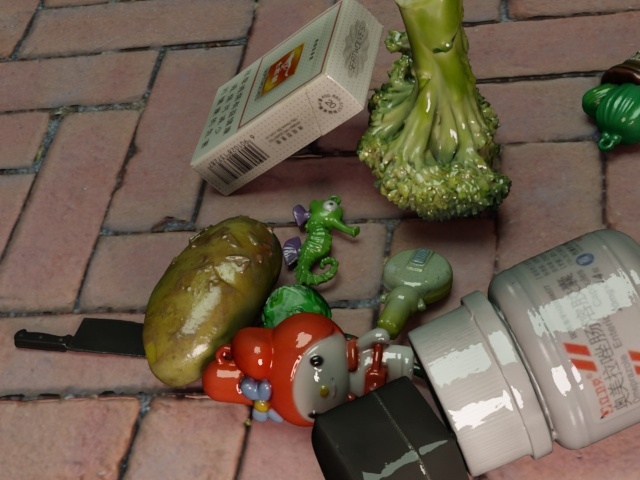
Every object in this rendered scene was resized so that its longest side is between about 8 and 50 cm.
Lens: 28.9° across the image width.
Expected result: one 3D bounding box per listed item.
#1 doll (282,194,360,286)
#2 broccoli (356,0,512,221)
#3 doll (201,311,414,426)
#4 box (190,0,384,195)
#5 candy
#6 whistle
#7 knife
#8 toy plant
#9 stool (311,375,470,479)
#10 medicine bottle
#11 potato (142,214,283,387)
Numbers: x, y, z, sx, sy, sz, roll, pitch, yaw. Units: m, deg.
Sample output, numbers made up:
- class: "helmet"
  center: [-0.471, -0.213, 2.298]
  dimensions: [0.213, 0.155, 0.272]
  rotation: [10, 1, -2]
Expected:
- class: "doll"
  center: [0.000, 0.000, 1.930]
  dimensions: [0.115, 0.050, 0.190]
  rotation: [-3, 46, 22]
- class: "broccoli"
  center: [0.177, -0.199, 1.849]
  dimensions: [0.275, 0.397, 0.353]
  rotation: [-29, 85, -12]
- class: "doll"
  center: [-0.019, 0.176, 1.684]
  dimensions: [0.290, 0.161, 0.130]
  rotation: [3, 22, 6]
- class: "box"
  center: [-0.056, -0.234, 2.031]
  dimensions: [0.330, 0.095, 0.210]
  rotation: [-31, 32, 38]
- class: "candy"
  center: [0.060, 0.153, 1.751]
  dimensions: [0.323, 0.097, 0.097]
  rotation: [23, 55, 23]
- class: "whistle"
  center: [0.125, 0.073, 1.788]
  dimensions: [0.104, 0.057, 0.198]
  rotation: [12, 33, 19]
- class: "knife"
  center: [-0.351, 0.146, 1.903]
  dimensions: [0.245, 0.019, 0.072]
  rotation: [3, 43, 14]
- class: "toy plant"
  center: [0.489, -0.224, 1.989]
  dimensions: [0.200, 0.105, 0.143]
  rotation: [-48, 44, -15]
- class: "stool"
  center: [0.091, 0.287, 1.501]
  dimensions: [0.141, 0.232, 0.232]
  rotation: [-25, 45, -13]
- class: "medicine bottle"
  center: [0.287, 0.146, 1.566]
  dimensions: [0.306, 0.245, 0.245]
  rotation: [-25, 44, 0]
- class: "potato"
  center: [-0.164, 0.083, 1.817]
  dimensions: [0.176, 0.141, 0.298]
  rotation: [-17, 31, 46]
